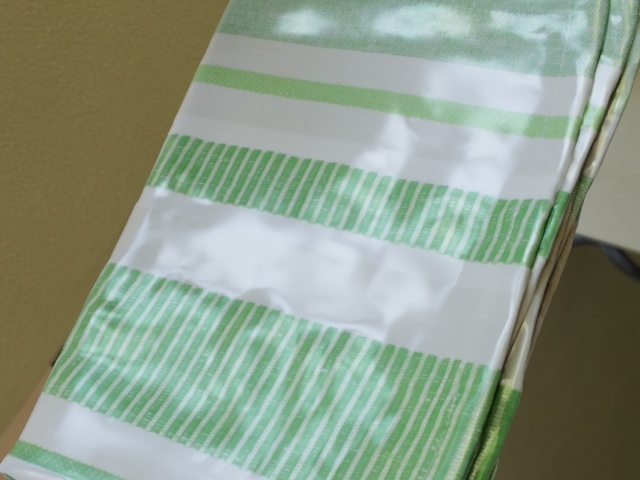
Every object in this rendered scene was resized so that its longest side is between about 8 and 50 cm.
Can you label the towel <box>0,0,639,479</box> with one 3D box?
[{"bbox_3d":[0.000,0.000,0.500,0.038,0.247,0.325,49,-121,-55],"label":"towel"}]
